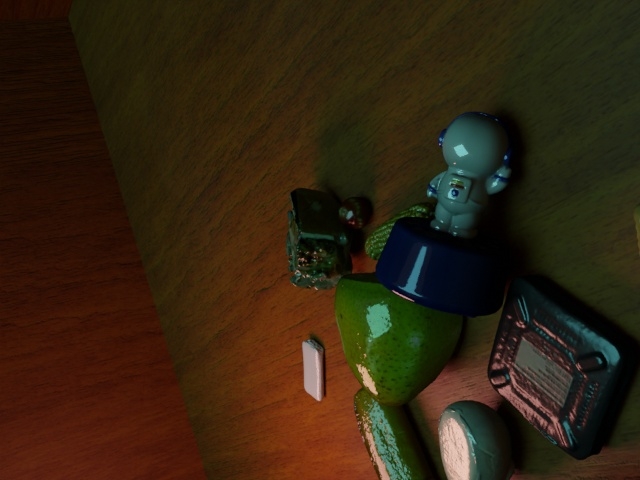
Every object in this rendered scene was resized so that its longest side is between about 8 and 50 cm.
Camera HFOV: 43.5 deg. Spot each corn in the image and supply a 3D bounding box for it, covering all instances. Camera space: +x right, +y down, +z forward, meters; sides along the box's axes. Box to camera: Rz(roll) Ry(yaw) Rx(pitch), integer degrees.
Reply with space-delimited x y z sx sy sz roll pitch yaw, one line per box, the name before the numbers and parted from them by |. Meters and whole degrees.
corn | 0.196 -0.019 1.880 0.310 0.101 0.102 -26 79 59

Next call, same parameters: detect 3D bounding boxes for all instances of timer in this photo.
timer | 0.284 -0.067 1.617 0.270 0.270 0.384 32 112 51

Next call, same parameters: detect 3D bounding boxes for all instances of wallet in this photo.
wallet | -0.021 0.395 2.474 0.095 0.033 0.190 23 122 53

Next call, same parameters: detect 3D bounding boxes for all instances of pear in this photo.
pear | 0.160 0.236 1.911 0.342 0.238 0.318 7 99 58

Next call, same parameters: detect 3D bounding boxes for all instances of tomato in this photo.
tomato | 0.086 -0.070 2.071 0.087 0.075 0.087 21 116 52

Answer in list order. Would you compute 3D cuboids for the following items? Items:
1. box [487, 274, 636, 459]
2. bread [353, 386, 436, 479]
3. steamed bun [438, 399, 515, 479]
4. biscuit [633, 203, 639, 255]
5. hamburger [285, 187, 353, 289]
box | 0.457 0.244 1.569 0.290 0.073 0.289 43 136 44
bread | 0.191 0.558 2.101 0.166 0.112 0.384 -49 59 55
steamed bun | 0.350 0.461 1.777 0.177 0.130 0.228 -150 51 -64
biscuit | 0.608 0.011 1.266 0.249 0.030 0.160 -1 100 59
hamburger | 0.000 0.000 2.152 0.288 0.192 0.168 -98 24 -48
